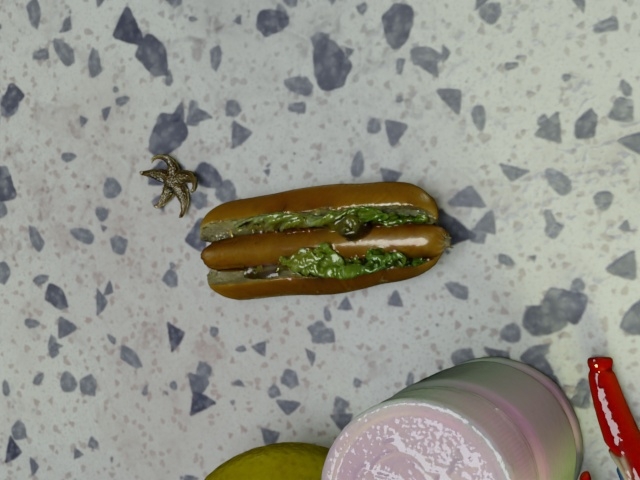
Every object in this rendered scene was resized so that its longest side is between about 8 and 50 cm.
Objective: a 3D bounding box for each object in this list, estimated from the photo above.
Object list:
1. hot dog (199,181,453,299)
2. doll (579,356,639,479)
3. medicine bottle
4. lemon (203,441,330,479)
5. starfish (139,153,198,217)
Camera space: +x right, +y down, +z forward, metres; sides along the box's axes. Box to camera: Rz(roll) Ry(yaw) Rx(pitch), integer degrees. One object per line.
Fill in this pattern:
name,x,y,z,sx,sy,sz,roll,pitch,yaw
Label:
hot dog,0.000,0.000,1.470,0.337,0.100,0.135,-5,89,24
doll,0.384,0.315,1.325,0.188,0.099,0.384,-8,86,23
medicine bottle,0.152,0.247,1.292,0.212,0.325,0.212,1,93,22
lemon,-0.036,0.362,1.423,0.267,0.267,0.267,1,93,24
starfish,-0.197,-0.073,1.593,0.078,0.028,0.091,-25,85,28
